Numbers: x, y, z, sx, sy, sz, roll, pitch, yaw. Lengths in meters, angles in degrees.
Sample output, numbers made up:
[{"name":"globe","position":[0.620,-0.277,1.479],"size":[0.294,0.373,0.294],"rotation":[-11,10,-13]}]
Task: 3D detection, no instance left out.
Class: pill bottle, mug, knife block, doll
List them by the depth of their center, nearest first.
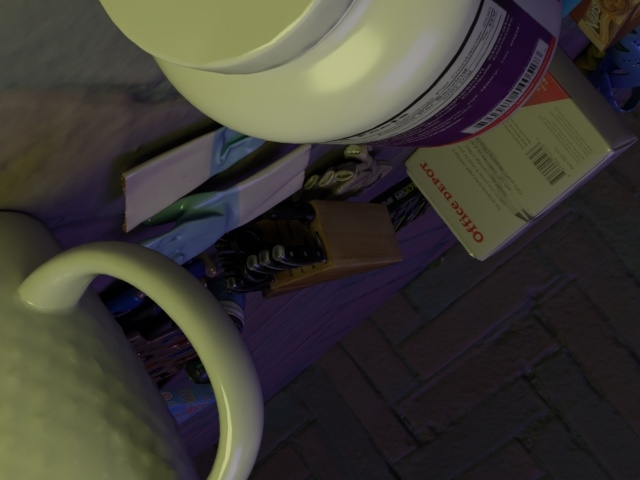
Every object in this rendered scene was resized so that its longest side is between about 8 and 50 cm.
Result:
[{"name":"pill bottle","position":[0.021,-0.143,0.472],"size":[0.181,0.181,0.323],"rotation":[-42,168,22]},{"name":"mug","position":[-0.202,0.159,0.622],"size":[0.374,0.328,0.276],"rotation":[-42,169,20]},{"name":"doll","position":[-0.211,0.076,0.995],"size":[0.189,0.046,0.129],"rotation":[-29,165,-40]},{"name":"knife block","position":[0.000,0.000,1.059],"size":[0.276,0.088,0.242],"rotation":[-14,172,-17]}]

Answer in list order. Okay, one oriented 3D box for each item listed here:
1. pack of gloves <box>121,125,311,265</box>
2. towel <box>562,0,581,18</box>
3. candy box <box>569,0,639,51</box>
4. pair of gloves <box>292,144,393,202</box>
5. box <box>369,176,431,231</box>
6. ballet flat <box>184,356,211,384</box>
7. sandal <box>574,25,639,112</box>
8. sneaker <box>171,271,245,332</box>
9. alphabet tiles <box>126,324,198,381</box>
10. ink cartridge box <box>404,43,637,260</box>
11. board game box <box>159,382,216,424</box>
[{"name":"pack of gloves","position":[-0.102,-0.067,0.817],"size":[0.232,0.046,0.195],"rotation":[-35,158,-29]},{"name":"towel","position":[0.213,-0.247,0.916],"size":[0.271,0.040,0.370],"rotation":[-51,167,9]},{"name":"candy box","position":[0.496,-0.405,1.139],"size":[0.316,0.087,0.183],"rotation":[-37,169,-5]},{"name":"pair of gloves","position":[0.084,-0.128,1.107],"size":[0.240,0.042,0.204],"rotation":[-41,172,28]},{"name":"box","position":[0.147,-0.061,1.577],"size":[0.184,0.045,0.190],"rotation":[-36,168,-22]},{"name":"ballet flat","position":[-0.207,0.252,1.681],"size":[0.074,0.074,0.203],"rotation":[-37,167,-1]},{"name":"sandal","position":[0.555,-0.333,1.506],"size":[0.126,0.138,0.317],"rotation":[-33,167,-14]},{"name":"sneaker","position":[-0.146,0.092,1.174],"size":[0.211,0.080,0.081],"rotation":[-22,-128,61]},{"name":"alphabet tiles","position":[-0.291,0.186,1.136],"size":[0.285,0.011,0.342],"rotation":[-24,166,-8]},{"name":"ink cartridge box","position":[0.298,-0.136,1.310],"size":[0.117,0.207,0.283],"rotation":[-22,162,-49]},{"name":"board game box","position":[-0.313,0.333,1.604],"size":[0.211,0.039,0.160],"rotation":[-35,158,32]}]
